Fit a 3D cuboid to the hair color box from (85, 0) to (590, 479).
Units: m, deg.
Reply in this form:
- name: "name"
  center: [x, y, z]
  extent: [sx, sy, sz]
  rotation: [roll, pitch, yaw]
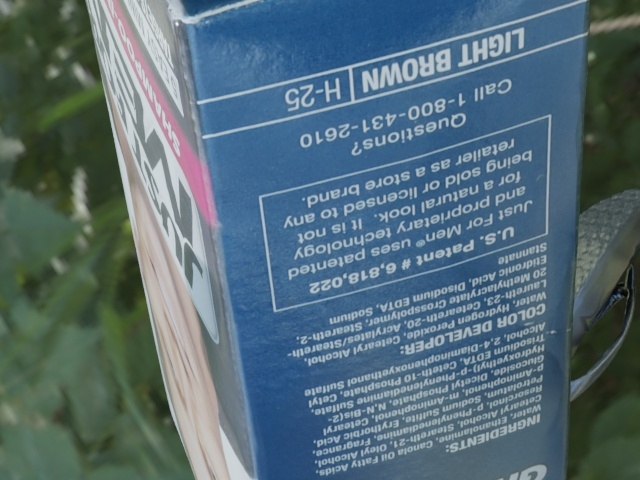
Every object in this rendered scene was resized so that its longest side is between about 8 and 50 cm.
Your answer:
- name: "hair color box"
  center: [0.000, 0.000, 0.570]
  extent: [0.347, 0.105, 0.174]
  rotation: [84, 166, -47]

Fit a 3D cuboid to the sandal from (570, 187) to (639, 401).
- name: "sandal"
  center: [0.149, 0.079, 1.168]
  extent: [0.054, 0.254, 0.097]
  rotation: [31, -176, -14]
